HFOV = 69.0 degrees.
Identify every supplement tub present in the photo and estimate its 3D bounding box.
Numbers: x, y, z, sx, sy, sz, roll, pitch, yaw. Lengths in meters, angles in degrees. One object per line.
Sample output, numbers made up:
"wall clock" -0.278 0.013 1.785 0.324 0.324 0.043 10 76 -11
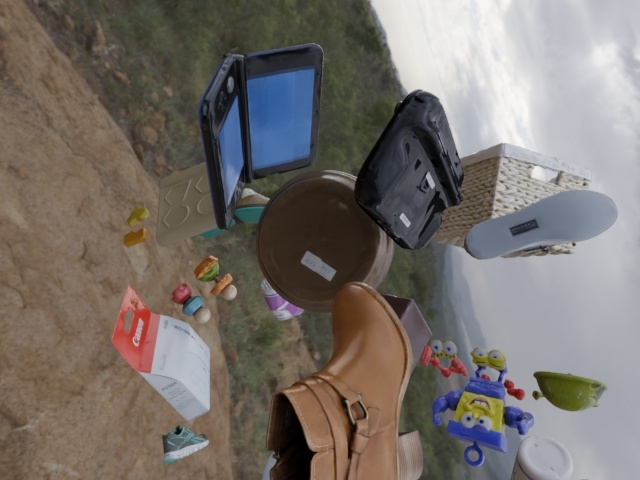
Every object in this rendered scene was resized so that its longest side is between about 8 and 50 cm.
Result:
"supplement tub" 0.312 0.336 0.664 0.071 0.071 0.107 -89 174 -55

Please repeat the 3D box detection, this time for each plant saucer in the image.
"plant saucer" 0.000 0.000 0.888 0.041 0.278 0.277 10 62 -75

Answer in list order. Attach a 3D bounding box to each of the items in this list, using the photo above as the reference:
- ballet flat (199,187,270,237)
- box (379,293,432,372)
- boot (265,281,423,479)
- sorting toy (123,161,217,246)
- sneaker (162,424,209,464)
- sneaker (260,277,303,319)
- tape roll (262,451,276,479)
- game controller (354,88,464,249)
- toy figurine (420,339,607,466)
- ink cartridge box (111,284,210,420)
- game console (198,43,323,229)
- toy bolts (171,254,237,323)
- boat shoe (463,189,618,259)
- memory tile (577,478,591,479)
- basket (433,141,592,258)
"ballet flat" -0.283 -0.108 1.606 0.116 0.342 0.124 44 37 -51
"box" 0.186 0.286 1.351 0.203 0.168 0.167 -52 126 -29
"boot" 0.015 0.176 0.563 0.220 0.109 0.283 14 62 -47
"sorting toy" -0.383 -0.089 1.262 0.041 0.307 0.229 60 14 -54
"sneaker" -0.341 0.503 1.178 0.166 0.065 0.076 36 32 -71
"sneaker" -0.078 0.129 1.439 0.282 0.102 0.161 -48 130 -43
"tape roll" -0.042 0.644 1.246 0.072 0.219 0.219 70 9 -52
"game controller" 0.142 -0.083 0.688 0.067 0.166 0.319 42 4 28
"toy figurine" 0.365 0.365 0.950 0.217 0.363 0.191 -64 142 -30
"ink cartridge box" -0.492 0.341 1.500 0.385 0.091 0.308 62 2 -28
"game console" -0.100 -0.189 0.884 0.293 0.173 0.250 94 4 -49
"toy bolts" -0.412 0.186 1.698 0.158 0.228 0.218 45 -23 2
"boat shoe" 0.466 -0.023 1.011 0.105 0.306 0.113 23 46 -77
"memory tile" 0.320 0.327 0.495 0.113 0.148 0.012 -69 167 16
"basket" 0.570 -0.104 1.423 0.331 0.328 0.266 164 -63 -72
